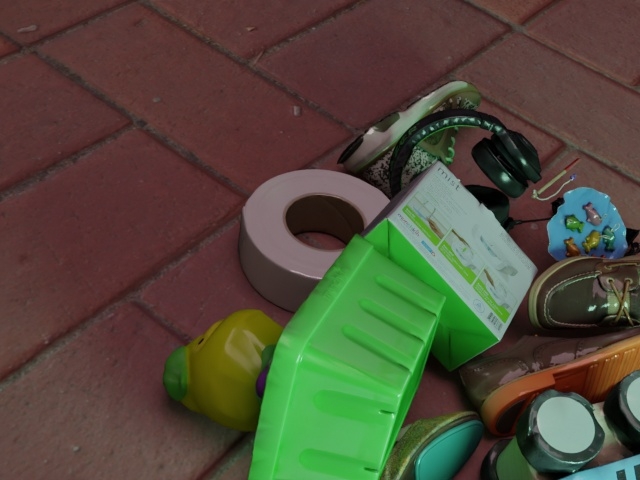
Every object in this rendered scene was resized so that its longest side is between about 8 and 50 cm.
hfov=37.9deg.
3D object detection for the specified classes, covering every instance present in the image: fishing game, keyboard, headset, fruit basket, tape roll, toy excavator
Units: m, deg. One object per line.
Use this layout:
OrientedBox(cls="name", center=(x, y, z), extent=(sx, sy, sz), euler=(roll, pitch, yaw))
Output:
OrientedBox(cls="fishing game", center=(0.483, -0.006, 1.669), extent=(0.189, 0.041, 0.264), euler=(-35, 100, -25))
OrientedBox(cls="keyboard", center=(0.547, 0.035, 1.774), extent=(0.100, 0.038, 0.192), euler=(14, 39, 38))
OrientedBox(cls="headset", center=(0.316, -0.104, 1.742), extent=(0.394, 0.243, 0.185), euler=(22, 25, -10))
OrientedBox(cls="fruit basket", center=(-0.043, 0.164, 1.330), extent=(0.392, 0.282, 0.392), euler=(10, 26, -5))
OrientedBox(cls="tape roll", center=(0.000, 0.000, 1.645), extent=(0.286, 0.100, 0.286), euler=(6, 45, -6))
OrientedBox(cls="toy excavator", center=(0.490, 0.414, 1.266), extent=(0.433, 0.222, 0.445), euler=(-10, 60, -18))

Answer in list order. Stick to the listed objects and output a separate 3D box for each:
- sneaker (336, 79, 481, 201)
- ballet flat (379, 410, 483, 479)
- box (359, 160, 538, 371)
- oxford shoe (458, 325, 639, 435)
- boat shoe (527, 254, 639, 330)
OrientedBox(cls="sneaker", center=(0.211, -0.185, 1.887), extent=(0.410, 0.158, 0.182), euler=(-33, 90, -38))
OrientedBox(cls="ballet flat", center=(0.098, 0.335, 1.316), extent=(0.123, 0.123, 0.348), euler=(34, 48, 23))
OrientedBox(cls="box", center=(0.205, 0.034, 1.534), extent=(0.262, 0.127, 0.231), euler=(47, 39, -3))
OrientedBox(cls="oxford shoe", center=(0.394, 0.190, 1.510), extent=(0.364, 0.130, 0.132), euler=(-13, 42, -23))
OrientedBox(cls="boat shoe", center=(0.509, 0.090, 1.596), extent=(0.342, 0.123, 0.123), euler=(-5, 7, -30))
